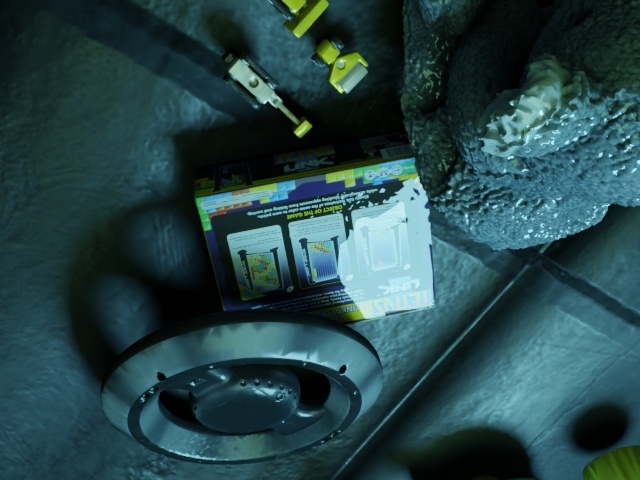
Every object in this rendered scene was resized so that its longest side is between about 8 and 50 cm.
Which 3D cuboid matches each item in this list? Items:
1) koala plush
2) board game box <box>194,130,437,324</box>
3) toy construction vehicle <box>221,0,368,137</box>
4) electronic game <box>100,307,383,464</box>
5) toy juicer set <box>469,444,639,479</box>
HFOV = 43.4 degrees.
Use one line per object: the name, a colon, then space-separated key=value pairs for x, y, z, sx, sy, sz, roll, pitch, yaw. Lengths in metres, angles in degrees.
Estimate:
koala plush: x=0.155 y=-0.078 z=0.472 sx=0.196 sy=0.221 sz=0.204 roll=5 pitch=100 yaw=-12
board game box: x=0.000 y=0.000 z=0.624 sx=0.170 sy=0.048 sz=0.141 roll=-10 pitch=124 yaw=-2
toy construction vehicle: x=-0.022 y=-0.129 z=0.556 sx=0.098 sy=0.035 sz=0.086 roll=37 pitch=98 yaw=-29
electronic game: x=-0.062 y=0.125 z=0.659 sx=0.229 sy=0.048 sz=0.229 roll=-6 pitch=142 yaw=-5
toy juicer set: x=0.169 y=0.299 z=0.817 sx=0.328 sy=0.090 sz=0.209 roll=-11 pitch=139 yaw=-6
